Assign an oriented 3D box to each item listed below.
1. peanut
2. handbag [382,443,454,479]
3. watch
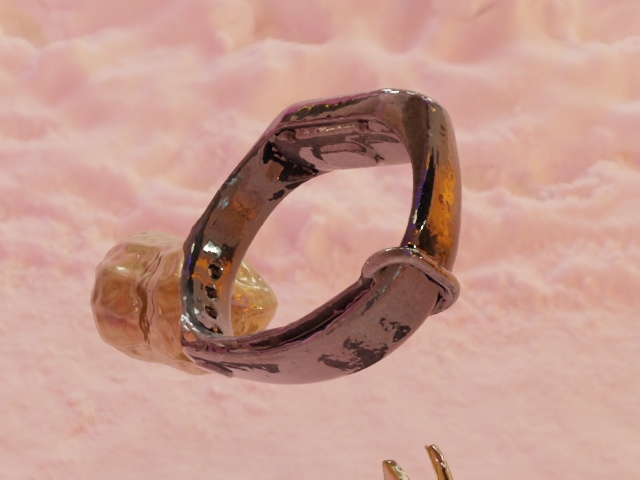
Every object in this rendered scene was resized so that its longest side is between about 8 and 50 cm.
[{"bbox_3d":[-0.154,0.065,1.017,0.152,0.152,0.313,-34,22,-26],"label":"peanut"},{"bbox_3d":[0.126,0.400,0.823,0.133,0.283,0.401,-8,33,-4],"label":"handbag"},{"bbox_3d":[0.000,0.000,0.603,0.206,0.068,0.193,3,68,47],"label":"watch"}]
